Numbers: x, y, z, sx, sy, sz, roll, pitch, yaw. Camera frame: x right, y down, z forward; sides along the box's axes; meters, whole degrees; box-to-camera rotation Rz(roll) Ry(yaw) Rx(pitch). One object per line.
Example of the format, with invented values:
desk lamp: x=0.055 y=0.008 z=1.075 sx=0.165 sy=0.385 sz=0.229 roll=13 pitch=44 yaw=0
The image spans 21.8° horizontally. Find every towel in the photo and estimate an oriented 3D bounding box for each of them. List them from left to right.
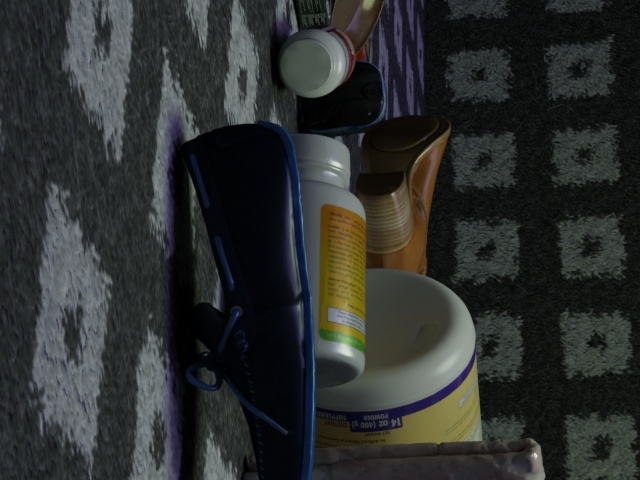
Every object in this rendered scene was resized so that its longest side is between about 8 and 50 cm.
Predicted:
towel: x=0.092 y=0.359 z=1.788 sx=0.053 sy=0.317 sz=0.331 roll=-80 pitch=164 yaw=-57

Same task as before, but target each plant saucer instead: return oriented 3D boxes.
plant saucer: x=0.047 y=-0.362 z=2.445 sx=0.198 sy=0.036 sz=0.198 roll=-54 pitch=155 yaw=-39

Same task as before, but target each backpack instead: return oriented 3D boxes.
backpack: x=0.031 y=-0.188 z=2.209 sx=0.084 sy=0.114 sz=0.105 roll=48 pitch=40 yaw=-77

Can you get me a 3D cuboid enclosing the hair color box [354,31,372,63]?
hair color box: x=0.048 y=-0.258 z=2.551 sx=0.093 sy=0.053 sz=0.167 roll=75 pitch=14 yaw=-53

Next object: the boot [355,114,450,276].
boot: x=0.113 y=-0.023 z=2.148 sx=0.283 sy=0.109 sz=0.220 roll=-71 pitch=157 yaw=-58

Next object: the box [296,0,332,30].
box: x=-0.014 y=-0.403 z=2.208 sx=0.190 sy=0.045 sz=0.184 roll=77 pitch=11 yaw=-48

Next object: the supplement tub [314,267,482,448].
supplement tub: x=0.069 y=0.227 z=1.928 sx=0.241 sy=0.241 sz=0.331 roll=-79 pitch=164 yaw=-57

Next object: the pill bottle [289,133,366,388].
pill bottle: x=-0.021 y=0.021 z=1.728 sx=0.136 sy=0.136 sz=0.245 roll=66 pitch=23 yaw=-68

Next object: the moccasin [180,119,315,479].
moccasin: x=-0.068 y=0.067 z=1.507 sx=0.138 sy=0.117 sz=0.342 roll=108 pitch=-23 yaw=-79

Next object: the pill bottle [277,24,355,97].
pill bottle: x=-0.007 y=-0.222 z=2.061 sx=0.152 sy=0.086 sz=0.086 roll=-49 pitch=136 yaw=-77
